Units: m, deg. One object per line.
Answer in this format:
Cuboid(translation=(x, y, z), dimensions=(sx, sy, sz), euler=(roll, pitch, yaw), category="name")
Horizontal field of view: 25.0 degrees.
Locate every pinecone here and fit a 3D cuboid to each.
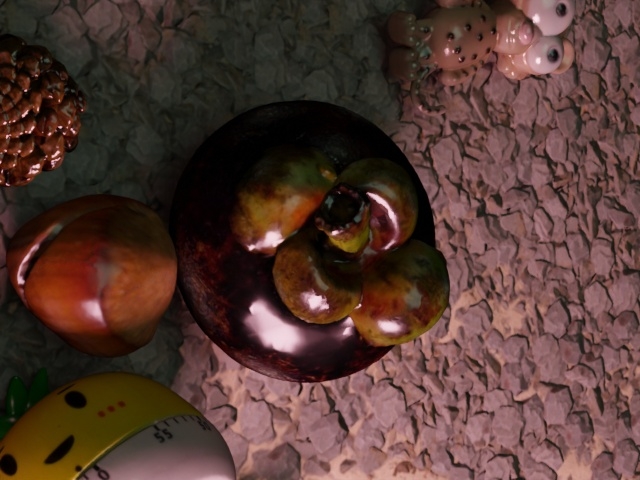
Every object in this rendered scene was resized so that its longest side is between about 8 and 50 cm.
Cuboid(translation=(-0.319, -0.133, 1.497), dimensions=(0.173, 0.173, 0.174), euler=(0, 90, -31), category="pinecone")

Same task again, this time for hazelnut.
Cuboid(translation=(-0.239, 0.029, 1.534), dimensions=(0.182, 0.182, 0.182), euler=(0, 90, -31), category="hazelnut")

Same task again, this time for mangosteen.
Cuboid(translation=(-0.009, 0.001, 1.592), dimensions=(0.330, 0.330, 0.330), euler=(0, 90, -31), category="mangosteen")

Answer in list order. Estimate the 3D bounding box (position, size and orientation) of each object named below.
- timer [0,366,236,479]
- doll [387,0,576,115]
Cuboid(translation=(-0.252, 0.240, 1.510), dimensions=(0.285, 0.285, 0.285), euler=(0, 90, -31), category="timer")
Cuboid(translation=(0.213, -0.262, 1.844), dimensions=(0.278, 0.119, 0.154), euler=(-22, 115, -24), category="doll")
